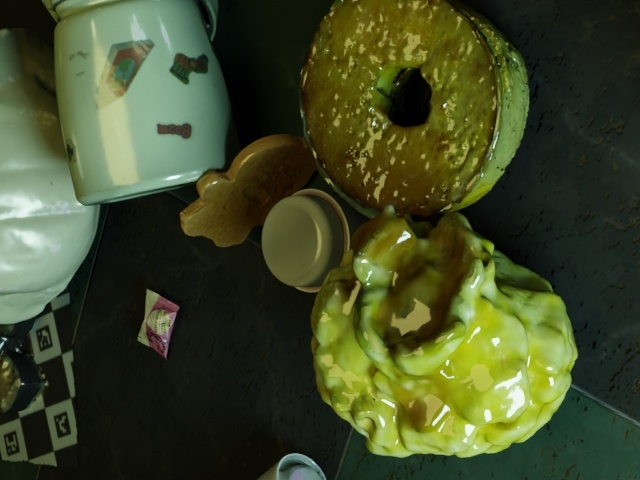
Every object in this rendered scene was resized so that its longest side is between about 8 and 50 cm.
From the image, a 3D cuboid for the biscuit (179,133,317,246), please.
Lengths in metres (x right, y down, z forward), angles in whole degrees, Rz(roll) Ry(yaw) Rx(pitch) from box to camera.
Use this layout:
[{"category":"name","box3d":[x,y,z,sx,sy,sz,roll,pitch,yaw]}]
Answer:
[{"category":"biscuit","box3d":[-0.084,-0.062,1.710,0.184,0.133,0.027,-52,46,30]}]

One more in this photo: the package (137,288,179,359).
[{"category":"package","box3d":[-0.212,0.110,1.899,0.059,0.029,0.083,29,121,30]}]

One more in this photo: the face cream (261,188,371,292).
[{"category":"face cream","box3d":[0.000,0.000,1.656,0.117,0.104,0.117,0,91,41]}]

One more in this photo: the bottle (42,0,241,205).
[{"category":"bottle","box3d":[-0.226,-0.229,1.766,0.229,0.229,0.352,-13,90,41]}]

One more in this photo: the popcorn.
[{"category":"popcorn","box3d":[0.117,0.094,1.468,0.270,0.224,0.258,47,142,-4]}]

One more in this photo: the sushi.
[{"category":"sushi","box3d":[-0.488,0.165,2.119,0.339,0.069,0.320,-2,90,42]}]

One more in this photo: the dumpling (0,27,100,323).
[{"category":"dumpling","box3d":[-0.430,-0.083,1.898,0.233,0.315,0.395,13,95,34]}]

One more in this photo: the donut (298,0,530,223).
[{"category":"donut","box3d":[0.108,-0.147,1.553,0.272,0.107,0.272,2,94,43]}]

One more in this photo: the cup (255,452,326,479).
[{"category":"cup","box3d":[-0.040,0.317,1.732,0.104,0.074,0.116,47,129,-3]}]
